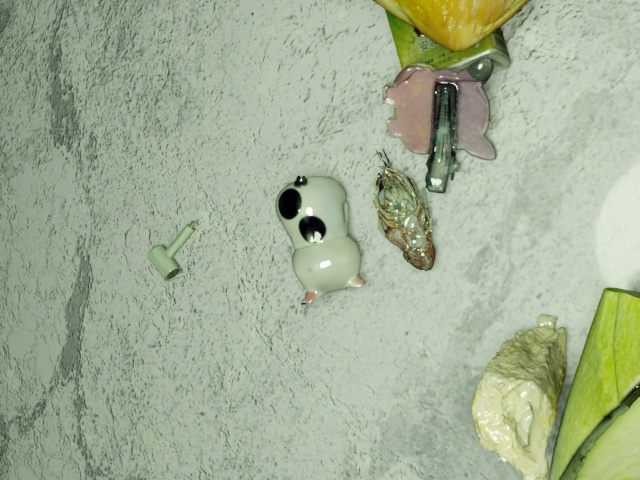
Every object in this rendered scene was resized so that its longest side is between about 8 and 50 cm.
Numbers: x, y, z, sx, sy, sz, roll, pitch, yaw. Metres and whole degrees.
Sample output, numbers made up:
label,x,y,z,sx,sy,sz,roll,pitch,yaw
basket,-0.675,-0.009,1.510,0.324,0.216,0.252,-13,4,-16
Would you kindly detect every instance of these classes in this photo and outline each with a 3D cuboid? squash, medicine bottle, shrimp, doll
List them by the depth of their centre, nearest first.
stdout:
label,x,y,z,sx,sy,sz,roll,pitch,yaw
squash,0.360,0.220,0.692,0.210,0.233,0.309,-154,77,-72
medicine bottle,0.162,-0.303,0.883,0.132,0.088,0.189,-19,81,32
shrimp,0.114,-0.046,0.928,0.074,0.073,0.190,-14,77,-1
doll,-0.001,-0.007,0.984,0.110,0.107,0.181,-17,88,10

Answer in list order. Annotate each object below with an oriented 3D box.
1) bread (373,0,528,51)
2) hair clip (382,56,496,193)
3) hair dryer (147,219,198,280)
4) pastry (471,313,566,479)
label,x,y,z,sx,sy,sz,roll,pitch,yaw
bread,0.156,-0.426,0.778,0.328,0.148,0.337,-42,69,-7
hair clip,0.156,-0.153,0.868,0.146,0.056,0.187,6,126,21
hair dryer,-0.255,0.010,1.186,0.124,0.038,0.063,-47,70,16
pastry,0.235,0.179,0.757,0.089,0.258,0.122,-7,97,28
